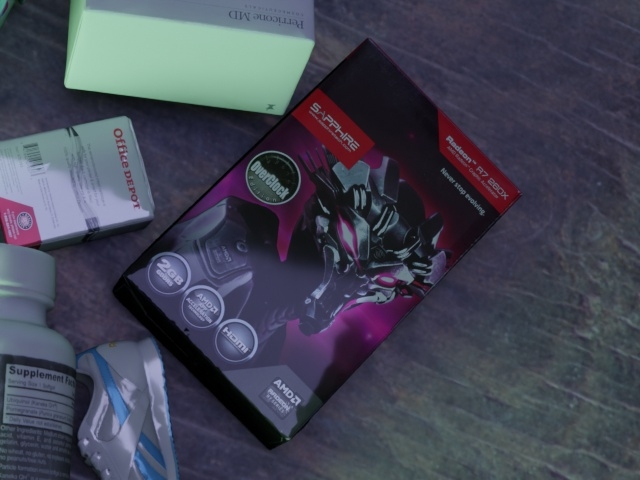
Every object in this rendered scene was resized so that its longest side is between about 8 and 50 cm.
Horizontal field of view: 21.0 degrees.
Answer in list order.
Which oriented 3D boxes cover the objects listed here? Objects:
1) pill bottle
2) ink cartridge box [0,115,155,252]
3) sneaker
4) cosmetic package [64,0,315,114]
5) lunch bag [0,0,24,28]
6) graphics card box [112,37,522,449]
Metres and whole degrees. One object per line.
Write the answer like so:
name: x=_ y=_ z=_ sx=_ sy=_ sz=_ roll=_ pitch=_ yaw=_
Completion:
pill bottle: x=-0.313 y=0.168 z=1.565 sx=0.176 sy=0.176 sz=0.319 roll=5 pitch=76 yaw=-14
ink cartridge box: x=-0.250 y=-0.051 z=1.692 sx=0.150 sy=0.063 sz=0.109 roll=-13 pitch=81 yaw=-18
sneaker: x=-0.183 y=0.209 z=1.646 sx=0.092 sy=0.087 sz=0.229 roll=-8 pitch=73 yaw=-10
cosmetic package: x=-0.129 y=-0.262 z=1.705 sx=0.224 sy=0.138 sz=0.225 roll=6 pitch=61 yaw=-14
lunch bag: x=-0.344 y=-0.271 z=1.632 sx=0.160 sy=0.223 sz=0.262 roll=29 pitch=70 yaw=-13
graphics card box: x=0.000 y=0.000 z=1.734 sx=0.233 sy=0.094 sz=0.371 roll=46 pitch=71 yaw=-1
